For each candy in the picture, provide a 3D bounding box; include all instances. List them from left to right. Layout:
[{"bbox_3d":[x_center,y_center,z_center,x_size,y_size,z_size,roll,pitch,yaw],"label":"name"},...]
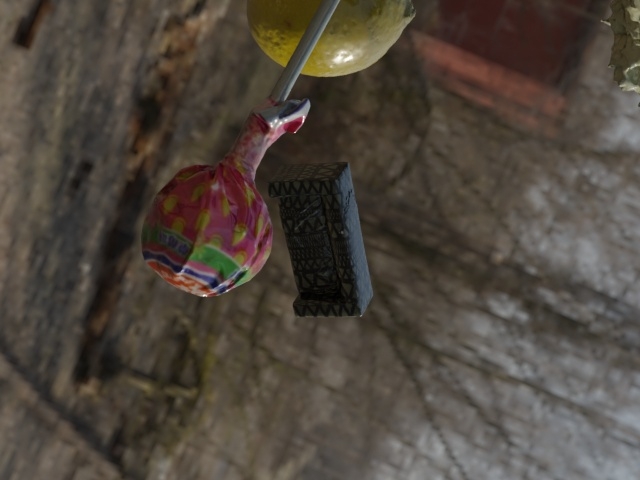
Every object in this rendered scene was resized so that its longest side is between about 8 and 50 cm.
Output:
[{"bbox_3d":[-0.052,-0.115,1.583,0.365,0.124,0.124,-61,176,-11],"label":"candy"}]

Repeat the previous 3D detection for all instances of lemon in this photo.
[{"bbox_3d":[0.010,-0.277,1.908,0.178,0.203,0.178,10,90,-82],"label":"lemon"}]

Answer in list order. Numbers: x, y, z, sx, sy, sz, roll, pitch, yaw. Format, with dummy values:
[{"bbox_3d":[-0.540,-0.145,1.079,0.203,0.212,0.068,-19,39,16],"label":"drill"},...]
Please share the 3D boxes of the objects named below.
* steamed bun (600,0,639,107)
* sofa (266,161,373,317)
[{"bbox_3d":[0.324,-0.276,1.334,0.272,0.273,0.290,39,48,-45],"label":"steamed bun"},{"bbox_3d":[0.000,0.000,1.260,0.039,0.060,0.118,-55,139,-57],"label":"sofa"}]
